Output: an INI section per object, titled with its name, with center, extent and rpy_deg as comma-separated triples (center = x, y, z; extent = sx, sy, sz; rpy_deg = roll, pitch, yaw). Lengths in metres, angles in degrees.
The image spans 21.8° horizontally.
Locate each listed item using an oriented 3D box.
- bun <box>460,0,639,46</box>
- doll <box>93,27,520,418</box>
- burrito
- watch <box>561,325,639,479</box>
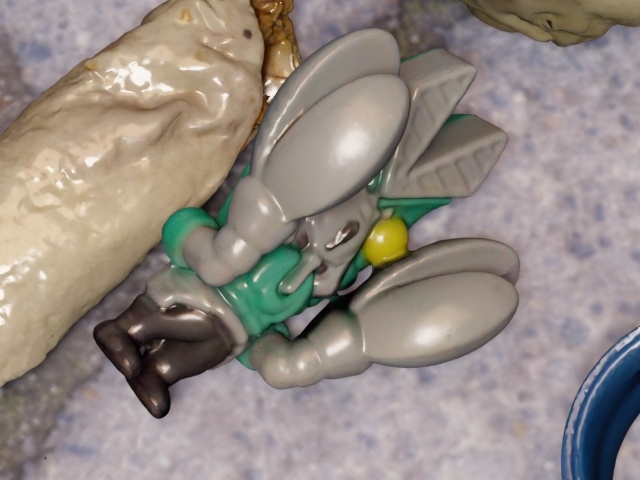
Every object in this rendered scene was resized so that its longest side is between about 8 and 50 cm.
[bun]
center = 0.150, -0.203, 1.007
extent = 0.231, 0.133, 0.231
rpy_deg = -2, 61, 4
[doll]
center = 0.013, 0.009, 0.936
extent = 0.153, 0.195, 0.258
rpy_deg = 39, 101, 48
[burrito]
center = -0.151, -0.017, 0.968
extent = 0.392, 0.076, 0.117
rpy_deg = -44, 82, -13
[watch]
center = 0.228, 0.141, 0.875
extent = 0.200, 0.171, 0.196
rpy_deg = 26, 72, 25
